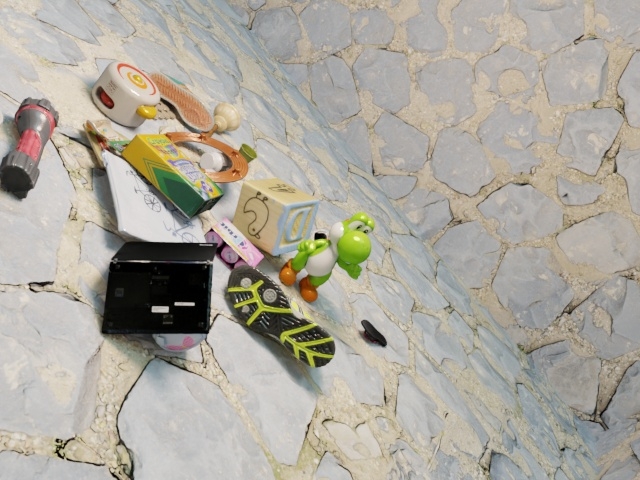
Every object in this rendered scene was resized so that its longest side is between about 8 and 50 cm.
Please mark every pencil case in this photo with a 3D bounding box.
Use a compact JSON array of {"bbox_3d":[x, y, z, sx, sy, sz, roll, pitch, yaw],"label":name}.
[{"bbox_3d":[-0.354,0.139,1.402,0.124,0.113,0.273,9,39,-27],"label":"pencil case"}]

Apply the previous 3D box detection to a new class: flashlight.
[{"bbox_3d":[-0.717,-0.240,1.394,0.103,0.103,0.304,33,26,-33],"label":"flashlight"}]

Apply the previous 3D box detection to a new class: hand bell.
[{"bbox_3d":[-0.425,-0.451,2.277,0.126,0.126,0.242,43,37,-10],"label":"hand bell"}]

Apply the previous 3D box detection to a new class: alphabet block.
[{"bbox_3d":[-0.151,-0.084,1.908,0.197,0.192,0.193,28,21,27],"label":"alphabet block"}]

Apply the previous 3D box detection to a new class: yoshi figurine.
[{"bbox_3d":[0.036,0.059,1.881,0.203,0.362,0.203,56,24,19],"label":"yoshi figurine"}]

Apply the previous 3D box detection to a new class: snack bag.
[{"bbox_3d":[-0.464,-0.078,1.617,0.342,0.037,0.323,29,30,-51],"label":"snack bag"}]

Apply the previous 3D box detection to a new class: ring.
[{"bbox_3d":[-0.407,-0.298,1.959,0.336,0.032,0.337,17,31,-11],"label":"ring"}]

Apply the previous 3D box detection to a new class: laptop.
[{"bbox_3d":[-0.369,0.104,1.347,0.234,0.136,0.264,1,69,-6],"label":"laptop"}]

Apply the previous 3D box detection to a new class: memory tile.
[{"bbox_3d":[-0.607,-0.487,2.096,0.113,0.012,0.148,48,24,3],"label":"memory tile"}]

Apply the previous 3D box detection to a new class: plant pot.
[{"bbox_3d":[-0.308,-0.332,2.275,0.083,0.079,0.083,37,24,-20],"label":"plant pot"}]

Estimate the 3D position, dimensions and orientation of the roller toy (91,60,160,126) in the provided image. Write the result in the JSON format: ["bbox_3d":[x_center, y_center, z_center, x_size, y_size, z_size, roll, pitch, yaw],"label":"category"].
[{"bbox_3d":[-0.634,-0.484,1.871,0.191,0.146,0.209,29,30,-36],"label":"roller toy"}]

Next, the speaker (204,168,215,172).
[{"bbox_3d":[-0.415,-0.219,1.941,0.055,0.055,0.136,52,24,11],"label":"speaker"}]

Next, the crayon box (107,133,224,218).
[{"bbox_3d":[-0.454,-0.216,1.711,0.323,0.083,0.203,43,12,-3],"label":"crayon box"}]

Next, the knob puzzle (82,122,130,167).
[{"bbox_3d":[-0.607,-0.263,1.712,0.213,0.030,0.213,38,25,-21],"label":"knob puzzle"}]

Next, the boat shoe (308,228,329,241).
[{"bbox_3d":[0.000,0.000,2.267,0.095,0.084,0.258,44,23,-6],"label":"boat shoe"}]

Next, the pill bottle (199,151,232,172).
[{"bbox_3d":[-0.375,-0.285,2.086,0.078,0.078,0.137,53,24,13],"label":"pill bottle"}]

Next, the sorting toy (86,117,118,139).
[{"bbox_3d":[-0.627,-0.317,1.647,0.075,0.045,0.083,35,23,6],"label":"sorting toy"}]

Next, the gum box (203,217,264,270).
[{"bbox_3d":[-0.271,0.028,1.784,0.188,0.062,0.107,45,23,-4],"label":"gum box"}]

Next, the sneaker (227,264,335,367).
[{"bbox_3d":[-0.125,0.228,1.674,0.384,0.145,0.147,45,-8,1],"label":"sneaker"}]

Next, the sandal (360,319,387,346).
[{"bbox_3d":[0.192,0.351,2.107,0.179,0.040,0.067,45,24,-43],"label":"sandal"}]

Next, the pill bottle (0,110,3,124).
[{"bbox_3d":[-0.757,-0.217,1.189,0.108,0.180,0.108,38,25,-21],"label":"pill bottle"}]

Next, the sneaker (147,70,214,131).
[{"bbox_3d":[-0.522,-0.541,2.190,0.302,0.108,0.121,41,15,-8],"label":"sneaker"}]
